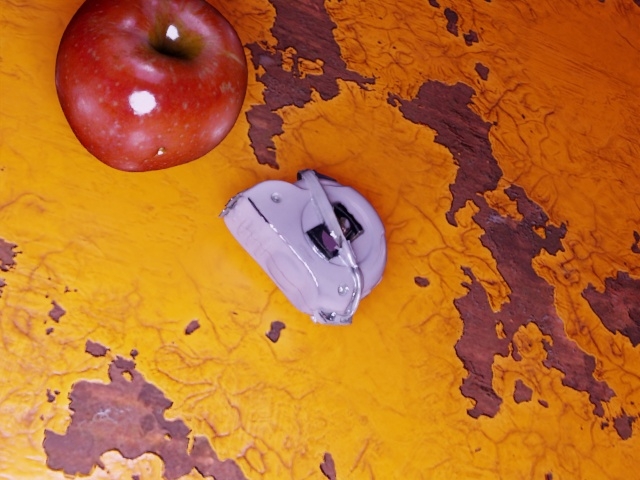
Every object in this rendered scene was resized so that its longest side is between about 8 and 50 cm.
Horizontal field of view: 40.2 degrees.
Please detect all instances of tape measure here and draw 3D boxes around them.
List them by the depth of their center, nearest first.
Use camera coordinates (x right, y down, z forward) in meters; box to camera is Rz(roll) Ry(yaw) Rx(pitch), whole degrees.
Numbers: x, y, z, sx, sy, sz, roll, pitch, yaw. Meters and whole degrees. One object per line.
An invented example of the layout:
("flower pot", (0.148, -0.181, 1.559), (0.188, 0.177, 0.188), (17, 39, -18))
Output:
("tape measure", (0.000, 0.000, 1.249), (0.236, 0.120, 0.197), (50, 50, 3))

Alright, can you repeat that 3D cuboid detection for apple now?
("apple", (-0.232, -0.216, 1.195), (0.260, 0.216, 0.261), (13, 57, -21))
